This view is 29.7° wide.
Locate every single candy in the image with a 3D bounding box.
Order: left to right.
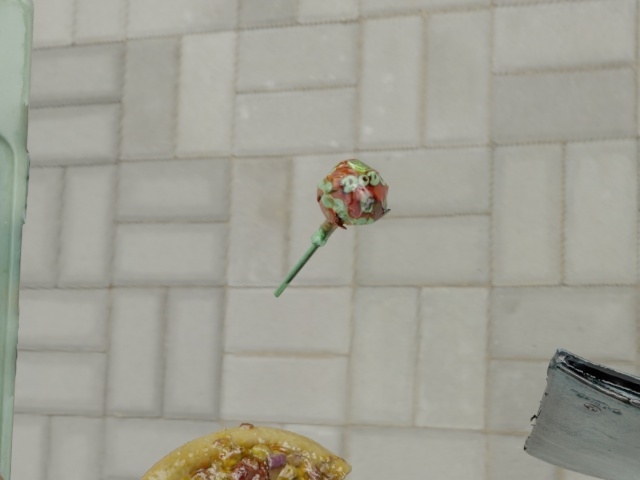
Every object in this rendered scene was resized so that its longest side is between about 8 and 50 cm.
[{"bbox_3d":[0.001,0.001,1.509,0.084,0.078,0.287,51,140,13],"label":"candy"}]

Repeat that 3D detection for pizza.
[{"bbox_3d":[-0.120,0.413,1.796,0.114,0.409,0.277,-35,62,55],"label":"pizza"}]

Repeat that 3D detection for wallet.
[{"bbox_3d":[0.354,0.235,1.478,0.191,0.379,0.046,18,70,13],"label":"wallet"}]

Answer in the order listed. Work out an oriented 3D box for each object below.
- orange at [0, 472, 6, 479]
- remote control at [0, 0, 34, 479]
[{"bbox_3d":[-0.239,0.194,0.567,0.335,0.196,0.262,-34,82,37],"label":"orange"},{"bbox_3d":[-0.241,0.015,0.681,0.145,0.050,0.344,1,113,-17],"label":"remote control"}]
